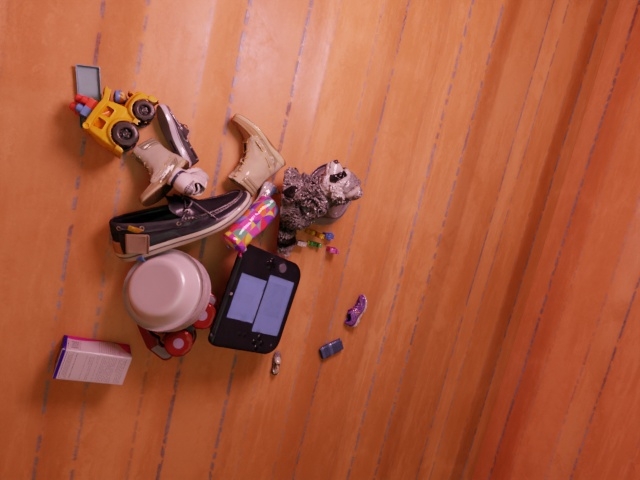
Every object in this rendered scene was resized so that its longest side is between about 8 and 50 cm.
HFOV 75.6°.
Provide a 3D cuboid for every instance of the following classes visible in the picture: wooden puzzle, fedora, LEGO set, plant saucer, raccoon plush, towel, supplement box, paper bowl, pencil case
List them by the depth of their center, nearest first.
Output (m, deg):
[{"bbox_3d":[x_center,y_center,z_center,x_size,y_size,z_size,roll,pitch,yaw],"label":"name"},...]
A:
[{"bbox_3d":[-0.727,-0.449,1.302,0.067,0.018,0.191,-4,104,-28],"label":"plant saucer"},{"bbox_3d":[-0.593,0.010,1.337,0.079,0.014,0.116,10,108,-17],"label":"wooden puzzle"},{"bbox_3d":[-0.533,0.168,1.414,0.285,0.148,0.284,-1,75,2],"label":"paper bowl"},{"bbox_3d":[-0.792,0.419,1.443,0.220,0.111,0.113,18,94,-31],"label":"supplement box"},{"bbox_3d":[-0.250,-0.056,1.498,0.236,0.104,0.104,-51,122,-25],"label":"pencil case"},{"bbox_3d":[-0.007,-0.116,1.627,0.300,0.216,0.446,6,137,-5],"label":"raccoon plush"},{"bbox_3d":[0.051,-0.186,1.737,0.244,0.124,0.275,16,95,-31],"label":"fedora"},{"bbox_3d":[0.000,0.000,1.776,0.227,0.093,0.086,11,97,-30],"label":"LEGO set"},{"bbox_3d":[0.051,0.517,1.980,0.120,0.029,0.067,-20,112,-22],"label":"towel"}]

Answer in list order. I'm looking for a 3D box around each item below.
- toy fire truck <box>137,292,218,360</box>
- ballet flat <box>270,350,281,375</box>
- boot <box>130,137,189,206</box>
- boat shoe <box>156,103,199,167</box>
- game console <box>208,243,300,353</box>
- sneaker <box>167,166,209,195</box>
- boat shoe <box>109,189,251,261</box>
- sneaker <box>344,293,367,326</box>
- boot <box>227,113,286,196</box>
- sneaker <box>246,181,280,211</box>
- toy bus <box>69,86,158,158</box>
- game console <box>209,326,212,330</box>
[{"bbox_3d":[-0.539,0.272,1.534,0.254,0.169,0.302,42,80,-6],"label":"toy fire truck"},{"bbox_3d":[-0.194,0.552,1.849,0.041,0.041,0.114,6,100,-30],"label":"ballet flat"},{"bbox_3d":[-0.566,-0.229,1.371,0.165,0.077,0.213,36,68,0],"label":"boot"},{"bbox_3d":[-0.486,-0.363,1.427,0.076,0.080,0.228,-36,116,-34],"label":"boat shoe"},{"bbox_3d":[-0.238,0.237,1.603,0.342,0.060,0.386,29,75,-51],"label":"game console"},{"bbox_3d":[-0.432,-0.192,1.417,0.095,0.235,0.090,32,104,1],"label":"sneaker"},{"bbox_3d":[-0.480,-0.089,1.441,0.501,0.187,0.155,-22,119,-17],"label":"boat shoe"},{"bbox_3d":[0.168,0.335,1.976,0.071,0.068,0.169,22,92,-26],"label":"sneaker"},{"bbox_3d":[-0.281,-0.314,1.536,0.203,0.095,0.262,-47,118,-10],"label":"boot"},{"bbox_3d":[-0.242,-0.118,1.613,0.086,0.085,0.237,33,85,-9],"label":"sneaker"},{"bbox_3d":[-0.646,-0.398,1.286,0.211,0.149,0.220,35,79,-24],"label":"toy bus"},{"bbox_3d":[-0.382,0.316,1.622,0.124,0.144,0.085,-32,116,-18],"label":"game console"}]
